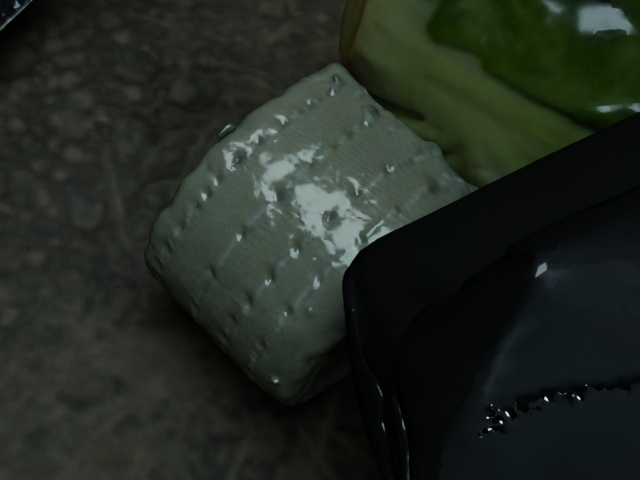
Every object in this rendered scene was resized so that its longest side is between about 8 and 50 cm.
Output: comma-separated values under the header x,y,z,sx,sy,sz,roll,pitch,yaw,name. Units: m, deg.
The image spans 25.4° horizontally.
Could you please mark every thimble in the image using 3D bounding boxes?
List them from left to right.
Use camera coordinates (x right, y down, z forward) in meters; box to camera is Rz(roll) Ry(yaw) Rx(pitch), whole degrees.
x,y,z,sx,sy,sz,roll,pitch,yaw,name
0.000,0.000,0.558,0.090,0.102,0.115,43,92,15,thimble

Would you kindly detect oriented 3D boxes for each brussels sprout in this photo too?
x,y,z,sx,sy,sz,roll,pitch,yaw,name
0.104,-0.075,0.606,0.183,0.131,0.145,-8,57,-20,brussels sprout

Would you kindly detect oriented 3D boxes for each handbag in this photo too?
x,y,z,sx,sy,sz,roll,pitch,yaw,name
0.192,0.082,0.501,0.342,0.152,0.288,-24,102,-21,handbag

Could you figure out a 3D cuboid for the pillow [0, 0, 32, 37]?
x,y,z,sx,sy,sz,roll,pitch,yaw,name
-0.216,-0.076,0.589,0.141,0.055,0.208,23,57,12,pillow
